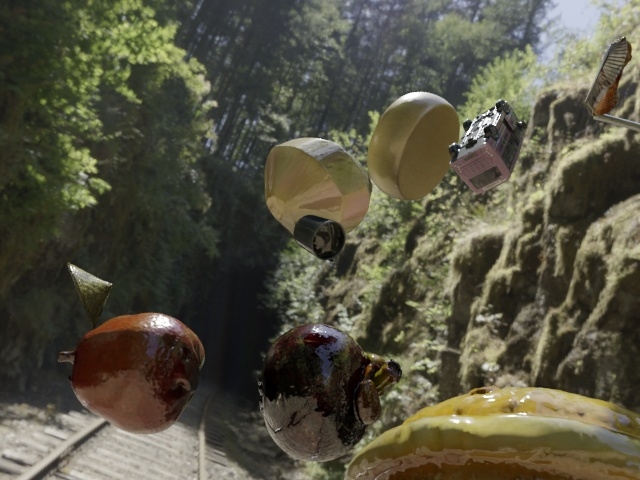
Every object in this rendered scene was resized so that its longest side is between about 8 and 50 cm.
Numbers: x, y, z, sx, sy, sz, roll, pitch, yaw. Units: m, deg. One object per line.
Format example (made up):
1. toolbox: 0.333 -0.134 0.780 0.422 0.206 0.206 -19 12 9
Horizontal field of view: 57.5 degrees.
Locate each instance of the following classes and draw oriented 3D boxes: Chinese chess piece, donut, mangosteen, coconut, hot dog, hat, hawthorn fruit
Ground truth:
1. Chinese chess piece: 0.230 -0.227 1.430 0.102 0.273 0.273 32 -5 36
2. donut: 0.233 0.339 0.625 0.449 0.198 0.449 12 -48 14
3. mangosteen: 0.007 0.331 1.301 0.293 0.297 0.297 -11 -5 -16
4. coconut: -0.016 -0.109 1.311 0.259 0.259 0.259 20 -14 5
5. hot dog: 0.565 -0.314 1.143 0.059 0.108 0.191 18 -6 20
6. hat: -0.453 0.101 1.178 0.146 0.067 0.146 46 -32 41
7. hawthorn fruit: -0.416 0.300 1.346 0.311 0.295 0.295 -7 -27 30

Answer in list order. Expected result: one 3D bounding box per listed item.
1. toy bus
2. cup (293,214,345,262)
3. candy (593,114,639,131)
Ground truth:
1. toy bus: 0.325 -0.182 1.113 0.096 0.199 0.108 -29 -73 41
2. cup: 0.000 0.000 1.131 0.077 0.078 0.100 25 -34 52
3. candy: 0.679 -0.194 1.100 0.124 0.124 0.365 34 4 -40
